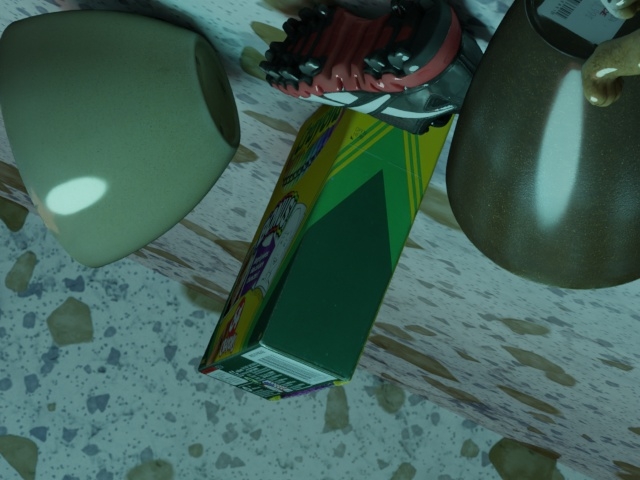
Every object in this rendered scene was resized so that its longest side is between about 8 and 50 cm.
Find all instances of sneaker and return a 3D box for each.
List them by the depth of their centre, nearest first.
[{"bbox_3d":[0.054,-0.154,1.596,0.135,0.097,0.276,36,162,-32],"label":"sneaker"}]

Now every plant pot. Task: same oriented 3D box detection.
[{"bbox_3d":[0.204,-0.111,1.331,0.215,0.215,0.230,21,153,16],"label":"plant pot"},{"bbox_3d":[-0.198,-0.131,1.870,0.191,0.284,0.284,-17,153,14],"label":"plant pot"}]

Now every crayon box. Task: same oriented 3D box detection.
[{"bbox_3d":[0.000,0.000,1.824,0.106,0.313,0.363,23,167,-9],"label":"crayon box"}]

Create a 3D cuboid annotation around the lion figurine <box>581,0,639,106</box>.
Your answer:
[{"bbox_3d":[0.203,-0.214,1.011,0.392,0.142,0.240,37,147,-26],"label":"lion figurine"}]
